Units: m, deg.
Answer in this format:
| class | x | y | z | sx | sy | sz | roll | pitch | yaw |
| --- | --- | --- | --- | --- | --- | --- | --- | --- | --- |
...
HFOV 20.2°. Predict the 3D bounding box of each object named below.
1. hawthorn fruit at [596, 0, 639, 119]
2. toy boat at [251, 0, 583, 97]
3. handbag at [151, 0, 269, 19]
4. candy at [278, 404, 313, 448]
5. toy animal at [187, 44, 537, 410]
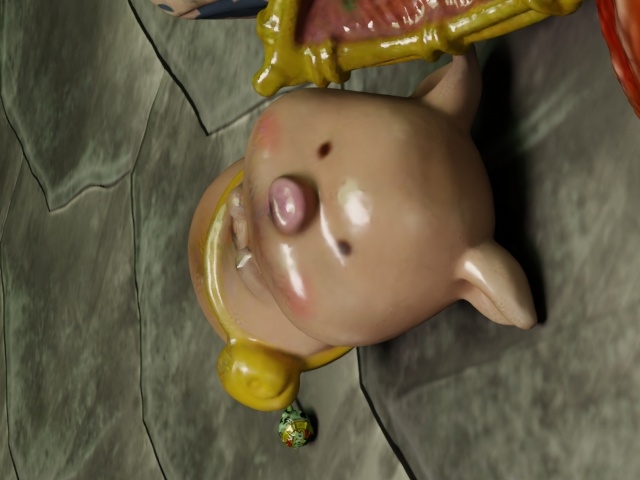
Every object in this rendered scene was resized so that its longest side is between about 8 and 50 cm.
| class | x | y | z | sx | sy | sz | roll | pitch | yaw |
| --- | --- | --- | --- | --- | --- | --- | --- | --- | --- |
| hawthorn fruit | 0.214 | -0.095 | 0.523 | 0.284 | 0.284 | 0.284 | -9 | 80 | 62 |
| toy boat | 0.074 | -0.154 | 0.848 | 0.318 | 0.141 | 0.099 | -23 | 27 | 50 |
| handbag | -0.005 | -0.259 | 1.024 | 0.193 | 0.190 | 0.251 | 3 | 98 | 57 |
| candy | -0.022 | 0.106 | 1.200 | 0.023 | 0.025 | 0.083 | -28 | 42 | 10 |
| toy animal | 0.002 | 0.003 | 1.031 | 0.248 | 0.149 | 0.165 | -24 | 82 | 52 |
